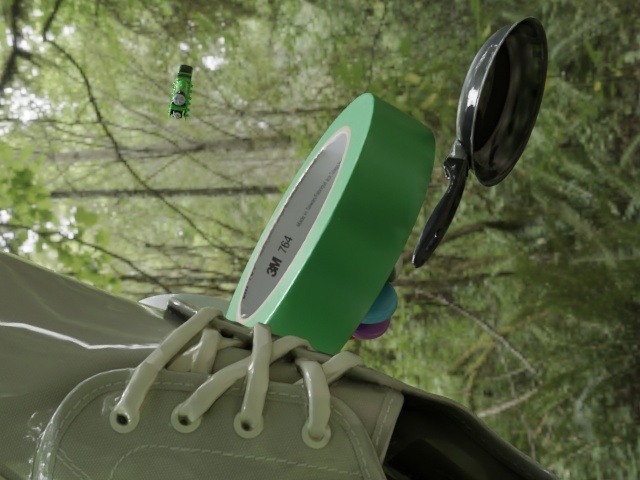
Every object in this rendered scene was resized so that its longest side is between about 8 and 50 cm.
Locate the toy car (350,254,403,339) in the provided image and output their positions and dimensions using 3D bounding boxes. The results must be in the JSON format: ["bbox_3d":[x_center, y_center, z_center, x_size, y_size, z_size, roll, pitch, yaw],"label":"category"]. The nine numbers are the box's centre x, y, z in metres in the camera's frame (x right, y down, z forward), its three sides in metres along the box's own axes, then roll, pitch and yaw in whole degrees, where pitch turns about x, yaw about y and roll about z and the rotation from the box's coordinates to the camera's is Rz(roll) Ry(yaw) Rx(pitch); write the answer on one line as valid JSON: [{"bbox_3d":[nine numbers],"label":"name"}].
[{"bbox_3d":[0.047,0.086,1.168,0.136,0.159,0.182,60,150,-5],"label":"toy car"}]

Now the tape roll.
[{"bbox_3d":[0.000,0.000,0.836,0.321,0.077,0.321,-57,13,21],"label":"tape roll"}]

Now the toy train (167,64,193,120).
[{"bbox_3d":[-0.114,-0.123,0.645,0.083,0.017,0.024,-100,22,-59],"label":"toy train"}]

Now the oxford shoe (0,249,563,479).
[{"bbox_3d":[-0.046,0.097,0.420,0.130,0.449,0.169,-65,-4,31],"label":"oxford shoe"}]

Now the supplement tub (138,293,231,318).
[{"bbox_3d":[-0.190,0.265,1.087,0.241,0.241,0.331,76,-166,-59],"label":"supplement tub"}]

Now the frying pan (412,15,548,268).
[{"bbox_3d":[0.185,-0.101,0.902,0.197,0.053,0.326,33,-100,-59],"label":"frying pan"}]
